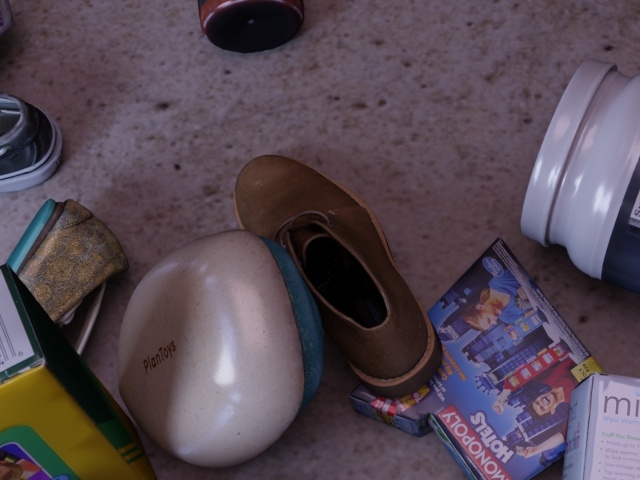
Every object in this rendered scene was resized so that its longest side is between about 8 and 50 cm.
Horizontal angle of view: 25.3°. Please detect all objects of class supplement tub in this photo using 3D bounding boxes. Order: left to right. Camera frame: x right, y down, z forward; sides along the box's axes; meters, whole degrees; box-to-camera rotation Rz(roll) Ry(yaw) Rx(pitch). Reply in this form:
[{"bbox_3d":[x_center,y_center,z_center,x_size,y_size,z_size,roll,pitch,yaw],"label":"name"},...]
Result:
[{"bbox_3d":[-0.078,-0.295,1.431,0.106,0.106,0.198,-10,67,4],"label":"supplement tub"},{"bbox_3d":[0.328,-0.033,1.219,0.272,0.191,0.191,22,72,16],"label":"supplement tub"}]

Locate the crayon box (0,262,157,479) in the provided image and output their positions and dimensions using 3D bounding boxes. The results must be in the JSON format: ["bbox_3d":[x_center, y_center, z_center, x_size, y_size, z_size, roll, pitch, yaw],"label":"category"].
[{"bbox_3d":[-0.341,0.206,1.140,0.363,0.313,0.106,-26,59,-4],"label":"crayon box"}]

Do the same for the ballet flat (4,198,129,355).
[{"bbox_3d":[-0.296,0.123,1.292,0.123,0.123,0.348,31,77,18],"label":"ballet flat"}]

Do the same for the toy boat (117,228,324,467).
[{"bbox_3d":[-0.060,0.154,1.203,0.148,0.267,0.318,-9,80,-32],"label":"toy boat"}]

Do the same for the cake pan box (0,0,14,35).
[{"bbox_3d":[-0.468,-0.195,1.388,0.267,0.070,0.245,13,42,22],"label":"cake pan box"}]

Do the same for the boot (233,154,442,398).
[{"bbox_3d":[0.000,0.000,1.266,0.112,0.115,0.305,-38,48,-2],"label":"boot"}]

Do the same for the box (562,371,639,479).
[{"bbox_3d":[0.320,0.235,1.110,0.262,0.127,0.231,6,77,3],"label":"box"}]

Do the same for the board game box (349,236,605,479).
[{"bbox_3d":[0.134,0.129,1.249,0.194,0.060,0.194,-33,67,-5],"label":"board game box"}]

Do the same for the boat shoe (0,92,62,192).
[{"bbox_3d":[-0.424,-0.091,1.385,0.335,0.119,0.121,-13,66,2],"label":"boat shoe"}]
